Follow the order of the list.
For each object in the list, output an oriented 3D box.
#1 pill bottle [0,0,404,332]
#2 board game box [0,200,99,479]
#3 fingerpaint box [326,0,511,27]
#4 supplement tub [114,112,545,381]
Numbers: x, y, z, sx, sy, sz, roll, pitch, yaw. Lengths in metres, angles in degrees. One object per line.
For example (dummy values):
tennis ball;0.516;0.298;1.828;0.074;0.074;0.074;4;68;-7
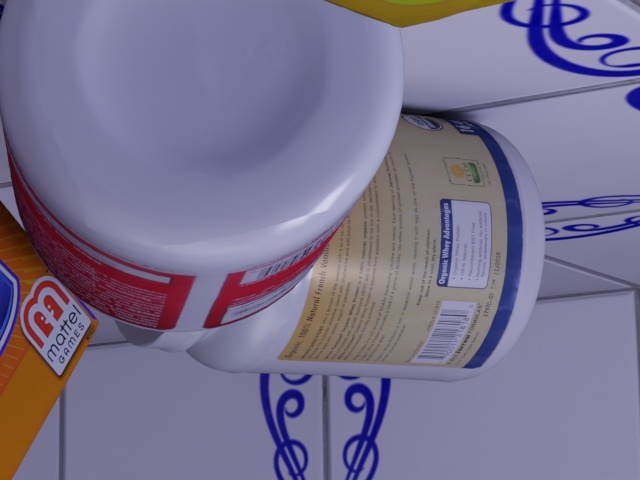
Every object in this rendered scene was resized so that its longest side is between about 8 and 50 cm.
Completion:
pill bottle;-0.087;-0.064;1.238;0.229;0.229;0.408;0;169;-7
board game box;-0.443;0.084;1.285;0.356;0.356;0.356;-9;130;36
fingerpaint box;0.094;-0.219;0.589;0.445;0.163;0.371;-8;167;38
supplement tub;0.000;0.000;1.595;0.316;0.228;0.228;5;168;-28
